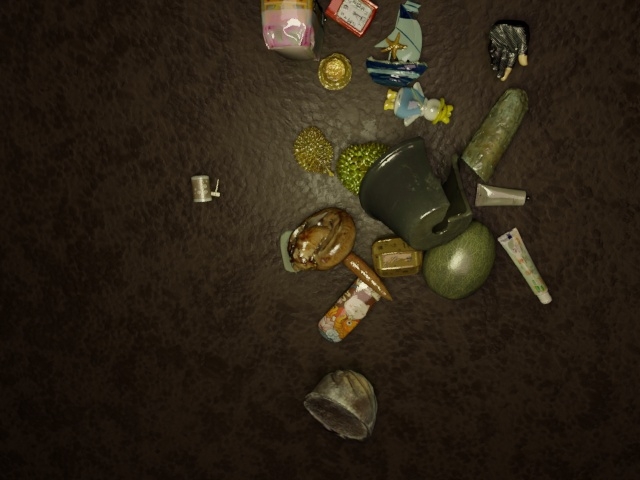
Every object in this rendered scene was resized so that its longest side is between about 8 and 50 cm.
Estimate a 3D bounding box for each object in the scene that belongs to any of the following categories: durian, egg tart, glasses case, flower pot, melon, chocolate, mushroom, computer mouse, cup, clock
[{"bbox_3d":[0.175,-0.255,1.464,0.236,0.177,0.200,0,123,-6],"label":"durian"},{"bbox_3d":[-0.019,-0.316,1.503,0.146,0.102,0.208,-36,101,6],"label":"durian"},{"bbox_3d":[0.050,-0.611,1.451,0.130,0.052,0.131,2,106,7],"label":"egg tart"},{"bbox_3d":[0.120,0.276,1.629,0.122,0.082,0.321,40,101,2],"label":"glasses case"},{"bbox_3d":[0.339,-0.119,1.348,0.378,0.251,0.380,-14,142,-11],"label":"flower pot"},{"bbox_3d":[0.507,0.067,1.465,0.237,0.237,0.302,26,99,0],"label":"melon"},{"bbox_3d":[0.107,0.646,1.651,0.302,0.213,0.304,21,137,21],"label":"chocolate"},{"bbox_3d":[-0.002,0.013,1.498,0.263,0.283,0.195,23,136,39],"label":"mushroom"},{"bbox_3d":[-0.116,0.052,1.618,0.088,0.056,0.182,-5,103,11],"label":"computer mouse"},{"bbox_3d":[-0.455,-0.206,1.582,0.101,0.074,0.099,-2,102,6],"label":"cup"},{"bbox_3d":[0.110,-0.796,1.400,0.155,0.061,0.113,32,104,-5],"label":"clock"}]

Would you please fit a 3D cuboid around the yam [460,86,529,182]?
[{"bbox_3d":[0.613,-0.377,1.410,0.133,0.133,0.331,28,101,-1],"label":"yam"}]

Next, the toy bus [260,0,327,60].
[{"bbox_3d":[-0.077,-0.673,1.282,0.170,0.386,0.163,-1,107,7],"label":"toy bus"}]

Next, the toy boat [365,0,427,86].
[{"bbox_3d":[0.284,-0.691,1.411,0.220,0.067,0.292,14,90,17],"label":"toy boat"}]

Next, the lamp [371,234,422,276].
[{"bbox_3d":[0.289,0.057,1.529,0.184,0.161,0.162,-4,102,9],"label":"lamp"}]

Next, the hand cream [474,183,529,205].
[{"bbox_3d":[0.676,-0.163,1.494,0.185,0.054,0.087,5,108,11],"label":"hand cream"}]

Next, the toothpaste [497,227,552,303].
[{"bbox_3d":[0.791,0.104,1.541,0.315,0.058,0.056,58,145,-4],"label":"toothpaste"}]

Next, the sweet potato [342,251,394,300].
[{"bbox_3d":[0.168,0.118,1.559,0.314,0.066,0.072,40,75,14],"label":"sweet potato"}]

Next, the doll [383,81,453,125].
[{"bbox_3d":[0.350,-0.476,1.429,0.240,0.099,0.135,16,65,1],"label":"doll"}]

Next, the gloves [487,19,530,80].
[{"bbox_3d":[0.636,-0.645,1.374,0.128,0.106,0.181,0,131,7],"label":"gloves"}]
